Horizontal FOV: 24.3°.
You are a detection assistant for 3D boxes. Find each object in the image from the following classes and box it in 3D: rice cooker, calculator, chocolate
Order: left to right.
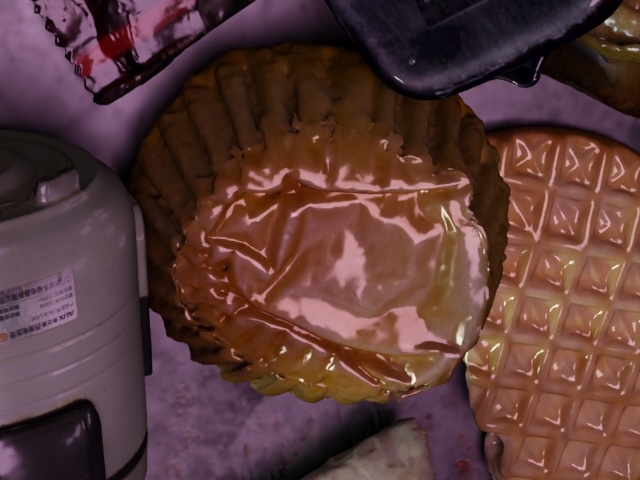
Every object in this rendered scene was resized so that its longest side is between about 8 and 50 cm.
[{"bbox_3d":[-0.199,0.066,0.819,0.226,0.226,0.244,-3,109,-14],"label":"rice cooker"},{"bbox_3d":[-0.073,-0.155,0.867,0.182,0.028,0.086,-30,113,0],"label":"chocolate"},{"bbox_3d":[0.058,-0.204,0.794,0.177,0.040,0.268,-26,90,21],"label":"calculator"}]

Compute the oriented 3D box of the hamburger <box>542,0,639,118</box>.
[{"bbox_3d":[0.192,-0.218,0.829,0.284,0.265,0.134,-62,157,12],"label":"hamburger"}]

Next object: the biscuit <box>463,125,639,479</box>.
[{"bbox_3d":[0.182,0.055,1.015,0.205,0.040,0.308,-20,115,-7],"label":"biscuit"}]

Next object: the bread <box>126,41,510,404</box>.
[{"bbox_3d":[-0.002,-0.001,0.876,0.240,0.139,0.239,1,113,2],"label":"bread"}]

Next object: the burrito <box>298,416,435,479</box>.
[{"bbox_3d":[-0.032,0.249,1.000,0.299,0.105,0.143,-30,112,-1],"label":"burrito"}]
